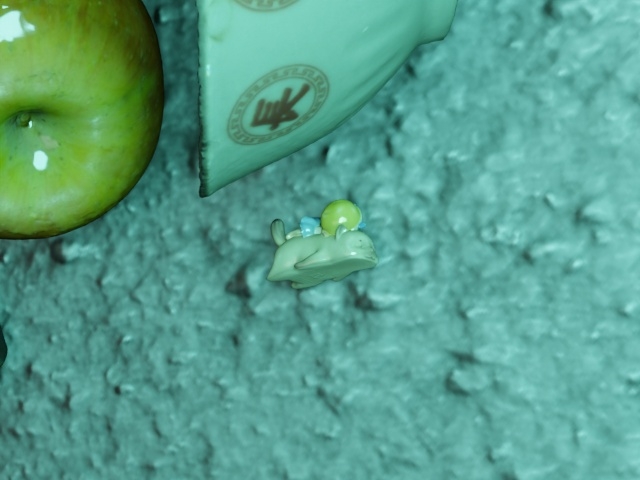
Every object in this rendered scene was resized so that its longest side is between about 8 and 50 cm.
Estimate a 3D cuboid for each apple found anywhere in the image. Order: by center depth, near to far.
[{"bbox_3d":[-0.214,-0.116,1.106,0.173,0.210,0.235,-116,35,-42],"label":"apple"}]

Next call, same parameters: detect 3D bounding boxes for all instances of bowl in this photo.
[{"bbox_3d":[-0.001,-0.193,0.955,0.158,0.337,0.337,0,94,-4],"label":"bowl"}]

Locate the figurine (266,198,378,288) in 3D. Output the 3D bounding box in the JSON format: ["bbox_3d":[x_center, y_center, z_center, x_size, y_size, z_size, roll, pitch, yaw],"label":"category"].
[{"bbox_3d":[0.000,0.000,1.070,0.083,0.047,0.050,-16,74,30],"label":"figurine"}]

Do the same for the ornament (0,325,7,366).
[{"bbox_3d":[-0.370,0.069,1.314,0.236,0.080,0.202,-30,73,30],"label":"ornament"}]
